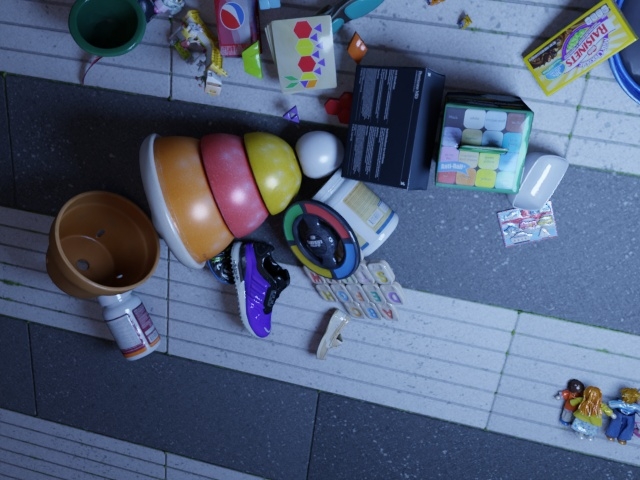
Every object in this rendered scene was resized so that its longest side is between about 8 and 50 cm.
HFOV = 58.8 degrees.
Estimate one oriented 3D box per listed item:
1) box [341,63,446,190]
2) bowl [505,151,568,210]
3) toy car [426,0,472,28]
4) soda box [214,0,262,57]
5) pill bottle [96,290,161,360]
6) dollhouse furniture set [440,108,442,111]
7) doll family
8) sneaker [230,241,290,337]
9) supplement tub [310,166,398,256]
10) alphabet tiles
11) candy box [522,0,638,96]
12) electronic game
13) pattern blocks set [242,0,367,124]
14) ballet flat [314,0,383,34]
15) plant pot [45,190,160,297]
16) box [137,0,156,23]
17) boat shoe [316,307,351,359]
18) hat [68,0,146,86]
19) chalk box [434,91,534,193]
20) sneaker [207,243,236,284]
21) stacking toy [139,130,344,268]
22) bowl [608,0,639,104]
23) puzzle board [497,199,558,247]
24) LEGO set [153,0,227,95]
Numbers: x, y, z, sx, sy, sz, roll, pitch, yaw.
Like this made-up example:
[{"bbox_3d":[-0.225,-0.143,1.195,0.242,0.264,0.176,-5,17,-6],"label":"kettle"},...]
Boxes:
[{"bbox_3d":[0.163,-0.256,1.292,0.184,0.103,0.261,17,104,38],"label":"box"},{"bbox_3d":[0.495,-0.143,1.318,0.053,0.142,0.142,48,124,42],"label":"bowl"},{"bbox_3d":[0.274,-0.509,1.255,0.122,0.060,0.040,51,145,-2],"label":"toy car"},{"bbox_3d":[-0.196,-0.566,1.321,0.083,0.092,0.264,1,112,10],"label":"soda box"},{"bbox_3d":[-0.581,0.240,1.713,0.121,0.121,0.221,-17,105,19],"label":"pill bottle"},{"bbox_3d":[0.214,-0.298,1.335,0.114,0.081,0.091,35,114,-2],"label":"dollhouse furniture set"},{"bbox_3d":[0.758,0.448,1.478,0.262,0.118,0.163,5,112,11],"label":"doll family"},{"bbox_3d":[-0.152,0.140,1.583,0.146,0.102,0.294,-5,110,14],"label":"sneaker"},{"bbox_3d":[0.081,-0.072,1.421,0.199,0.144,0.144,43,114,-5],"label":"supplement tub"},{"bbox_3d":[0.083,0.109,1.476,0.284,0.021,0.278,-4,127,44],"label":"alphabet tiles"},{"bbox_3d":[0.541,-0.403,1.194,0.105,0.027,0.206,55,137,-1],"label":"candy box"},{"bbox_3d":[0.000,0.000,1.392,0.229,0.048,0.229,25,136,27],"label":"electronic game"},{"bbox_3d":[-0.037,-0.425,1.311,0.285,0.026,0.325,2,128,-1],"label":"pattern blocks set"},{"bbox_3d":[0.047,-0.527,1.296,0.213,0.072,0.068,-30,74,19],"label":"ballet flat"},{"bbox_3d":[-0.624,0.037,1.574,0.203,0.291,0.291,-31,102,38],"label":"plant pot"},{"bbox_3d":[-0.445,-0.590,1.411,0.067,0.018,0.083,-32,100,23],"label":"box"},{"bbox_3d":[0.037,0.277,1.613,0.059,0.063,0.170,25,114,9],"label":"boat shoe"},{"bbox_3d":[-0.540,-0.522,1.460,0.208,0.183,0.173,-8,87,-8],"label":"hat"},{"bbox_3d":[0.345,-0.210,1.225,0.180,0.289,0.179,8,113,11],"label":"chalk box"},{"bbox_3d":[-0.279,0.043,1.594,0.078,0.067,0.188,-24,101,27],"label":"sneaker"},{"bbox_3d":[-0.170,-0.155,1.413,0.479,0.350,0.351,-18,107,-1],"label":"stacking toy"},{"bbox_3d":[0.783,-0.444,1.146,0.390,0.077,0.391,5,112,12],"label":"bowl"},{"bbox_3d":[0.513,-0.039,1.405,0.128,0.011,0.096,-13,107,18],"label":"puzzle board"},{"bbox_3d":[-0.306,-0.447,1.373,0.107,0.132,0.287,-33,79,28],"label":"LEGO set"}]
